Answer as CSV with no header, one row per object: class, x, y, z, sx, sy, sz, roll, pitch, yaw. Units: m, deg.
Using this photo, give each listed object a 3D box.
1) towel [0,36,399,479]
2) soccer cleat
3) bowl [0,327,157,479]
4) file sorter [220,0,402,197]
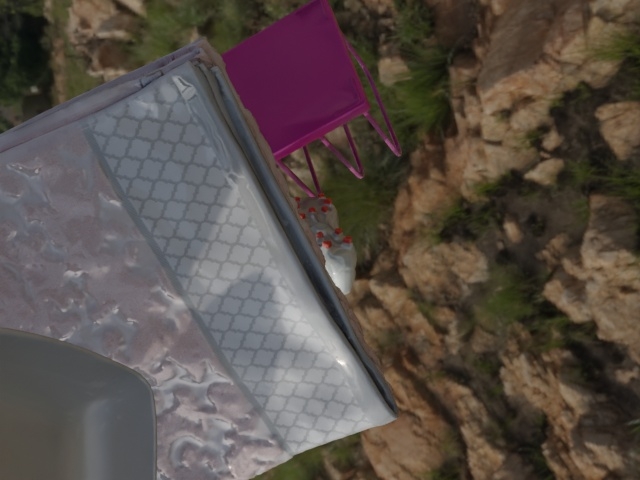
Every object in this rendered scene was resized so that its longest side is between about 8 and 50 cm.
towel,-0.144,0.064,0.606,0.331,0.317,0.053,62,-168,-20
soccer cleat,0.000,0.000,1.050,0.196,0.068,0.076,-119,23,-60
bowl,-0.149,0.125,0.409,0.053,0.142,0.142,-17,61,25
file sorter,-0.056,-0.158,1.156,0.291,0.182,0.202,-27,58,15
